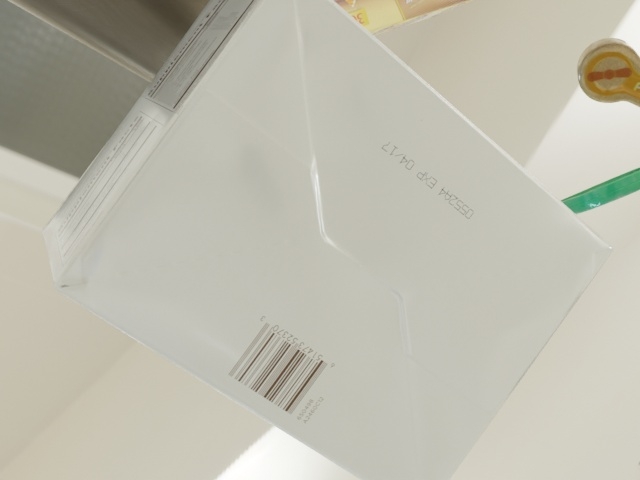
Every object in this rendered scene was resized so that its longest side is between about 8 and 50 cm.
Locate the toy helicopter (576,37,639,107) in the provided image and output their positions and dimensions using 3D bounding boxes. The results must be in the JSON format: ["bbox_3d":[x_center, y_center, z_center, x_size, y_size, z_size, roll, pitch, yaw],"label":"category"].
[{"bbox_3d":[0.511,-0.184,1.234,0.140,0.355,0.235,-77,-170,-56],"label":"toy helicopter"}]

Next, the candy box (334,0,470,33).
[{"bbox_3d":[0.064,-0.388,1.342,0.087,0.316,0.183,-9,-77,57],"label":"candy box"}]

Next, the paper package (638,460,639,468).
[{"bbox_3d":[0.510,0.282,0.909,0.168,0.325,0.309,-51,171,2],"label":"paper package"}]

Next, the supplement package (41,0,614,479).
[{"bbox_3d":[0.000,0.000,0.574,0.204,0.262,0.145,-54,-158,-1],"label":"supplement package"}]

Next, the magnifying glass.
[{"bbox_3d":[0.281,-0.037,1.069,0.231,0.092,0.026,-23,-90,46],"label":"magnifying glass"}]

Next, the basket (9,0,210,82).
[{"bbox_3d":[-0.184,-0.244,0.804,0.204,0.227,0.154,-33,-149,38],"label":"basket"}]
